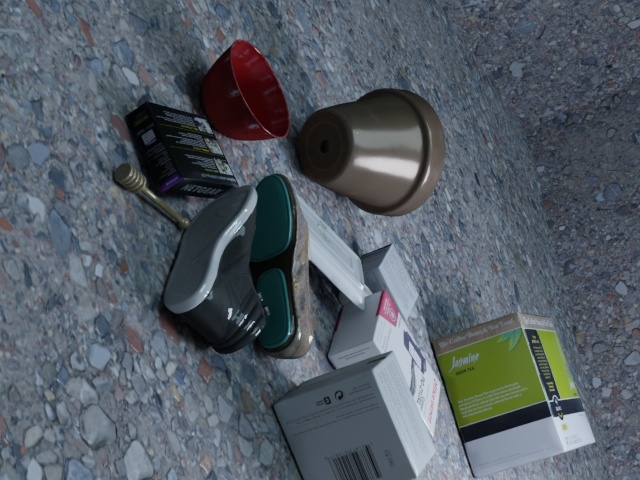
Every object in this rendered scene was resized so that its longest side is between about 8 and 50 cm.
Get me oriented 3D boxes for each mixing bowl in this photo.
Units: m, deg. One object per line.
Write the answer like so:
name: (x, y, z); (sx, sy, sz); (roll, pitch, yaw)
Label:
mixing bowl: (-0.140, -0.239, 1.824); (0.181, 0.098, 0.181); (49, 27, -37)

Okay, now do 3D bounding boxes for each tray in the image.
tray: (0.000, 0.000, 1.938); (0.270, 0.030, 0.145); (45, 20, -27)

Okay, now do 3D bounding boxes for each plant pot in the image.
plant pot: (0.080, -0.179, 2.137); (0.229, 0.263, 0.263); (-1, 69, -47)

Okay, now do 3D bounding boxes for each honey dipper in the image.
honey dipper: (-0.237, -0.058, 1.530); (0.161, 0.030, 0.030); (47, 29, -50)

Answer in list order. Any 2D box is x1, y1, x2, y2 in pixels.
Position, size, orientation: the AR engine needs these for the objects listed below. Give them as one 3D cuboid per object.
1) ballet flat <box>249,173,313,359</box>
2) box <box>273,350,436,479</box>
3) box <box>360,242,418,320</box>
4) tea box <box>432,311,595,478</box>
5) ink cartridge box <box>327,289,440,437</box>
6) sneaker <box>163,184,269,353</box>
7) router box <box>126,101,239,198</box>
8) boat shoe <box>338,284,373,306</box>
ballet flat: (-0.060, 0.047, 1.739); (0.106, 0.107, 0.316); (31, 51, -52)
box: (0.055, 0.292, 1.657); (0.182, 0.181, 0.119); (67, 21, 0)
box: (0.130, 0.093, 2.167); (0.126, 0.072, 0.137); (63, 23, -11)
tea box: (0.451, 0.351, 2.465); (0.329, 0.220, 0.324); (15, 56, -64)
ink cartridge box: (0.123, 0.240, 1.972); (0.237, 0.100, 0.172); (59, 24, -21)
sneaker: (-0.132, 0.047, 1.578); (0.147, 0.104, 0.296); (57, 30, -29)
router box: (-0.205, -0.133, 1.622); (0.133, 0.046, 0.179); (64, 20, 12)
boat shoe: (0.096, 0.137, 2.070); (0.184, 0.066, 0.063); (44, 31, -26)
